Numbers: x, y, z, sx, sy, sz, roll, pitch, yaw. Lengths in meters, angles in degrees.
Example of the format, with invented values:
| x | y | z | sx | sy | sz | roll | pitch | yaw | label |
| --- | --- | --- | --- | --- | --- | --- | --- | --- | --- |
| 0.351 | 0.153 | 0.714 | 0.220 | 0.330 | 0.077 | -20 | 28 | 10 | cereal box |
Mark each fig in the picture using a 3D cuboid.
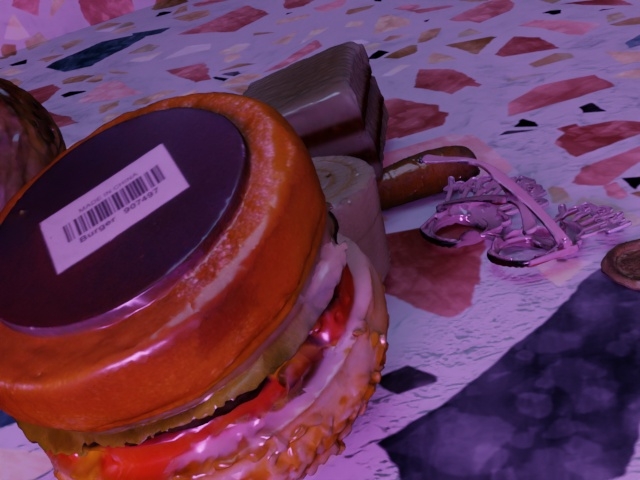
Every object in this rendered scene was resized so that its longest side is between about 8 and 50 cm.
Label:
| x | y | z | sx | sy | sz | roll | pitch | yaw | label |
| --- | --- | --- | --- | --- | --- | --- | --- | --- | --- |
| -0.404 | -0.025 | 1.203 | 0.286 | 0.286 | 0.369 | -27 | 54 | -26 | fig |

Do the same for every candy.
| x | y | z | sx | sy | sz | roll | pitch | yaw | label |
| --- | --- | --- | --- | --- | --- | --- | --- | --- | --- |
| -0.014 | -0.150 | 1.304 | 0.179 | 0.135 | 0.321 | -20 | 17 | 13 | candy |

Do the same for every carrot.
| x | y | z | sx | sy | sz | roll | pitch | yaw | label |
| --- | --- | --- | --- | --- | --- | --- | --- | --- | --- |
| 0.107 | -0.074 | 1.243 | 0.186 | 0.060 | 0.060 | -17 | 26 | -9 | carrot |

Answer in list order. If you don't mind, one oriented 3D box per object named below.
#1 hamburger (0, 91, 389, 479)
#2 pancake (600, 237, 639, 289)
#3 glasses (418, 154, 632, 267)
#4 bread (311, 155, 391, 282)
| x | y | z | sx | sy | sz | roll | pitch | yaw | label |
| --- | --- | --- | --- | --- | --- | --- | --- | --- | --- |
| -0.114 | 0.062 | 0.824 | 0.330 | 0.250 | 0.330 | -18 | 42 | 17 | hamburger |
| 0.339 | 0.021 | 1.000 | 0.115 | 0.011 | 0.115 | -9 | 26 | 4 | pancake |
| 0.212 | -0.048 | 1.108 | 0.162 | 0.095 | 0.255 | -19 | 28 | -31 | glasses |
| 0.000 | 0.000 | 1.052 | 0.134 | 0.141 | 0.148 | 16 | 40 | 39 | bread |
